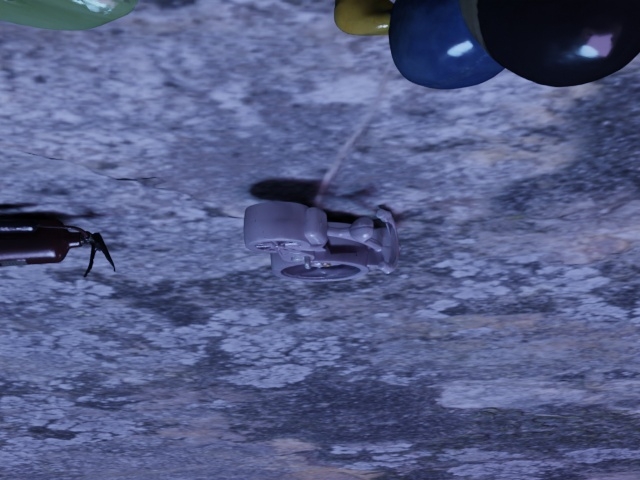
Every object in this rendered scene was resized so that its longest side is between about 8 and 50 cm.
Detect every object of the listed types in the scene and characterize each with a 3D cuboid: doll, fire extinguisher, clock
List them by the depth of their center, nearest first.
[{"bbox_3d":[0.076,-0.104,0.572,0.102,0.089,0.179,12,179,-35],"label":"doll"},{"bbox_3d":[-0.216,-0.002,0.895,0.173,0.035,0.049,-3,122,3],"label":"fire extinguisher"},{"bbox_3d":[0.000,0.000,0.904,0.087,0.041,0.129,-5,166,18],"label":"clock"}]

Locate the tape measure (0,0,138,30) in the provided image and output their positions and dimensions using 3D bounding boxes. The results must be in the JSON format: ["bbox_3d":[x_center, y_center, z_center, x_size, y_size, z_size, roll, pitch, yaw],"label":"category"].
[{"bbox_3d":[-0.145,-0.122,0.386,0.200,0.106,0.175,22,173,-23],"label":"tape measure"}]
